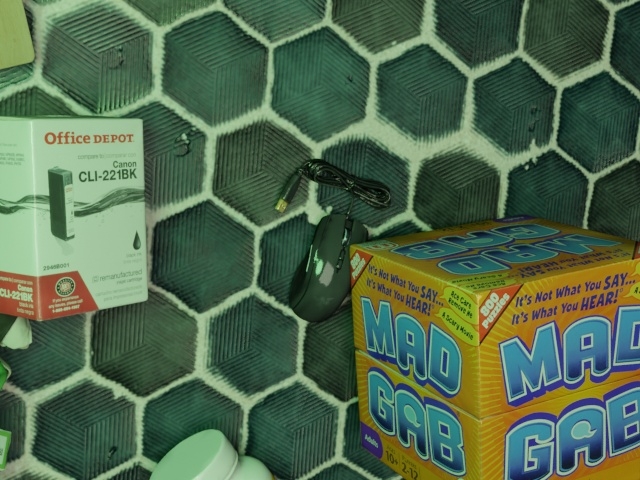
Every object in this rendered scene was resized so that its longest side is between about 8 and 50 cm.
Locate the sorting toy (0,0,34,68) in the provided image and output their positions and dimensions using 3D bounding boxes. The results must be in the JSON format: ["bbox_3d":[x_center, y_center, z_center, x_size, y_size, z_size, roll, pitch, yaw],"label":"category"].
[{"bbox_3d":[-0.541,-0.343,1.283,0.255,0.089,0.257,-18,121,-22],"label":"sorting toy"}]

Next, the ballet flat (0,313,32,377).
[{"bbox_3d":[-0.491,0.154,1.431,0.096,0.095,0.280,27,102,-31],"label":"ballet flat"}]

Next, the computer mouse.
[{"bbox_3d":[0.000,0.000,1.570,0.184,0.060,0.262,27,91,-22],"label":"computer mouse"}]

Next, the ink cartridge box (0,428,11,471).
[{"bbox_3d":[-0.561,0.284,1.374,0.209,0.109,0.062,29,52,-43],"label":"ink cartridge box"}]

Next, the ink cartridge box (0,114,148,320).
[{"bbox_3d":[-0.354,-0.040,1.366,0.197,0.114,0.273,-9,101,-51],"label":"ink cartridge box"}]

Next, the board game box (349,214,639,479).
[{"bbox_3d":[0.291,0.181,1.517,0.356,0.356,0.356,-10,104,-25],"label":"board game box"}]

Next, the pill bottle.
[{"bbox_3d":[-0.123,0.472,1.555,0.188,0.188,0.334,-36,109,-8],"label":"pill bottle"}]

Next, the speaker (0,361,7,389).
[{"bbox_3d":[-0.575,0.126,1.320,0.296,0.131,0.131,39,87,5],"label":"speaker"}]
